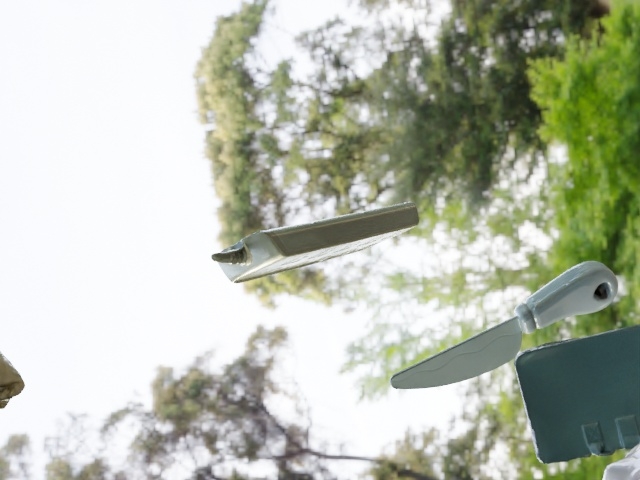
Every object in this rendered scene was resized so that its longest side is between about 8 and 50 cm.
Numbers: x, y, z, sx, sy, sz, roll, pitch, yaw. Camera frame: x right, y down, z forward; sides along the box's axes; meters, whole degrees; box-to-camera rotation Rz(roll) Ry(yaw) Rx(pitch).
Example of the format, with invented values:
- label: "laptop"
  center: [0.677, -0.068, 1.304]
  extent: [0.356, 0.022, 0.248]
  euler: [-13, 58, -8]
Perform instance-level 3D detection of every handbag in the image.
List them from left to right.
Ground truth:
- label: "handbag"
  center: [0.349, 0.177, 1.144]
  extent: [0.057, 0.221, 0.144]
  euler: [38, -139, -74]

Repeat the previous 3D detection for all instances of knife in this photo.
- label: "knife"
  center: [0.248, 0.130, 1.302]
  extent: [0.080, 0.331, 0.044]
  euler: [60, 180, -33]

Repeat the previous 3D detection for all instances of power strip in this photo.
- label: "power strip"
  center: [0.000, 0.000, 0.805]
  extent: [0.253, 0.060, 0.027]
  euler: [-14, -100, -52]

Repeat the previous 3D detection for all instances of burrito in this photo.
- label: "burrito"
  center: [-0.492, 0.137, 1.346]
  extent: [0.087, 0.060, 0.226]
  euler: [-38, -66, -21]

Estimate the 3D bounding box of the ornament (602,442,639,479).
- label: "ornament"
  center: [0.205, 0.169, 0.329]
  extent: [0.225, 0.259, 0.259]
  euler: [-90, -10, -75]
